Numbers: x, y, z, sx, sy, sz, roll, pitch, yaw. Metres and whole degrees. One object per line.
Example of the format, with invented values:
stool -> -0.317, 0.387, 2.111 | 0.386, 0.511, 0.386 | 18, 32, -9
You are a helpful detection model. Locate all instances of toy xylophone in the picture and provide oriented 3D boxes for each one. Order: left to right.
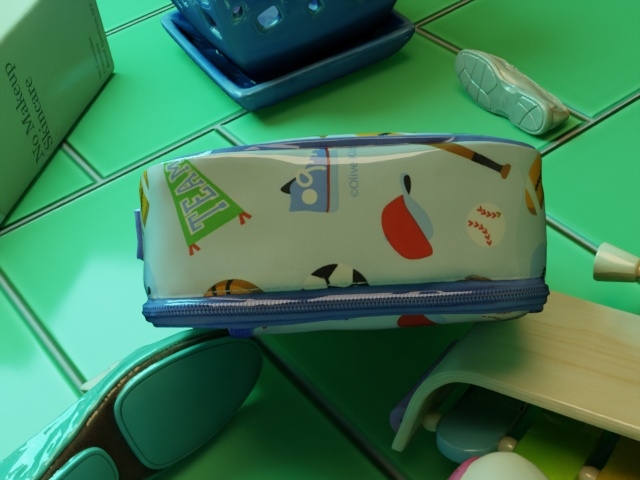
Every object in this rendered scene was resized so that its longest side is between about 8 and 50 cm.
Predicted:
toy xylophone -> 0.218, 0.102, 0.600 | 0.322, 0.081, 0.236 | 22, 34, 34

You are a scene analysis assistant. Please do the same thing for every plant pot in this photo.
plant pot -> -0.046, -0.276, 0.987 | 0.235, 0.212, 0.236 | -25, 43, -18

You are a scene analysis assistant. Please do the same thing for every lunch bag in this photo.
lunch bag -> 0.000, 0.000, 0.635 | 0.243, 0.115, 0.303 | -5, -1, -4

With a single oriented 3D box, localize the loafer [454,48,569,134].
loafer -> 0.175, -0.138, 0.924 | 0.039, 0.045, 0.125 | -15, 45, -33

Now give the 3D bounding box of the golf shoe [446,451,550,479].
golf shoe -> 0.148, 0.188, 0.385 | 0.115, 0.140, 0.306 | 18, 30, -36

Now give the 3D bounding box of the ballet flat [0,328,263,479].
ballet flat -> -0.145, 0.128, 0.649 | 0.087, 0.083, 0.247 | 11, 41, 42

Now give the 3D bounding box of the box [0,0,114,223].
box -> -0.320, -0.136, 0.930 | 0.121, 0.148, 0.311 | 5, 44, 15
